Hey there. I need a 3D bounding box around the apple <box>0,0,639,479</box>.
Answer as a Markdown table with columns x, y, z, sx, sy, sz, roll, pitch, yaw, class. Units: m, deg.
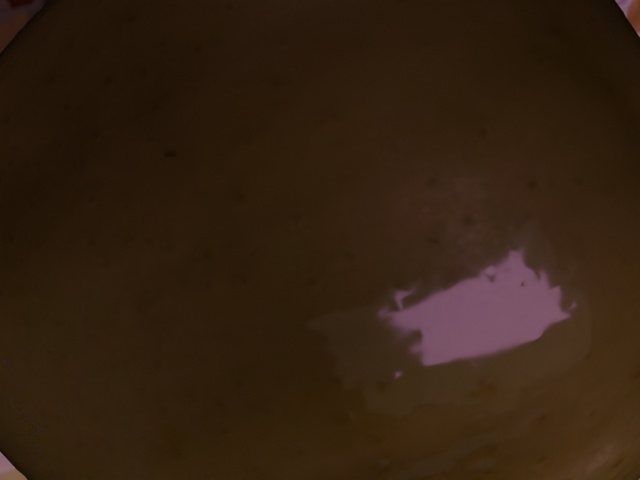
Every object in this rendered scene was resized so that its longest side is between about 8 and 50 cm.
| x | y | z | sx | sy | sz | roll | pitch | yaw | class |
| --- | --- | --- | --- | --- | --- | --- | --- | --- | --- |
| 0.000 | 0.000 | 1.014 | 0.473 | 0.473 | 0.474 | -18 | 126 | -28 | apple |
